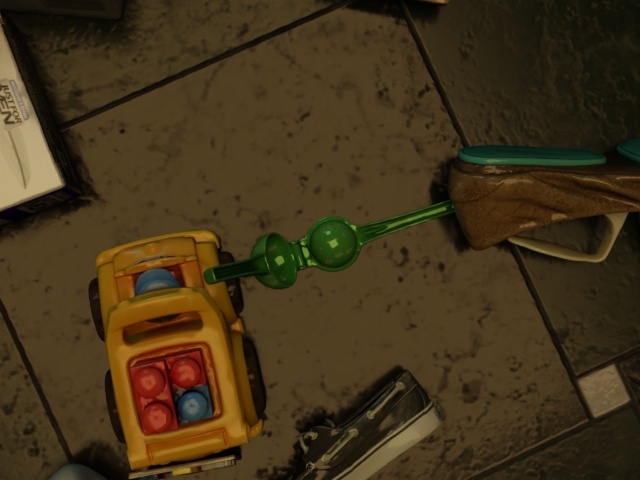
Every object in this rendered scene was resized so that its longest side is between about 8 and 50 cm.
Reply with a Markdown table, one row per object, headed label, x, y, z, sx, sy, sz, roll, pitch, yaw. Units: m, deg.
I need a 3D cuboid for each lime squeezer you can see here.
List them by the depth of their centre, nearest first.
| label | x | y | z | sx | sy | sz | roll | pitch | yaw |
| --- | --- | --- | --- | --- | --- | --- | --- | --- | --- |
| lime squeezer | 0.000 | 0.000 | 1.059 | 0.310 | 0.110 | 0.059 | -15 | 70 | -34 |

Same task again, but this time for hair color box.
| label | x | y | z | sx | sy | sz | roll | pitch | yaw |
| --- | --- | --- | --- | --- | --- | --- | --- | --- | --- |
| hair color box | -0.422 | -0.070 | 1.028 | 0.339 | 0.110 | 0.185 | -21 | 88 | -2 |

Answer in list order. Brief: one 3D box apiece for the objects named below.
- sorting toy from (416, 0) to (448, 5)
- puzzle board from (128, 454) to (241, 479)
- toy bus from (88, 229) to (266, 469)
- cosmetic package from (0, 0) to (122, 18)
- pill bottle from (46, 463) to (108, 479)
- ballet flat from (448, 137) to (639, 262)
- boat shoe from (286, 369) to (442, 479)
| label | x | y | z | sx | sy | sz | roll | pitch | yaw |
| --- | --- | --- | --- | --- | --- | --- | --- | --- | --- |
| sorting toy | 0.064 | -0.311 | 1.095 | 0.274 | 0.046 | 0.132 | 10 | 88 | -3 |
| puzzle board | -0.125 | 0.216 | 1.024 | 0.096 | 0.128 | 0.011 | -9 | 79 | -3 |
| toy bus | -0.138 | 0.099 | 0.988 | 0.149 | 0.211 | 0.220 | -12 | 87 | -2 |
| cosmetic package | -0.264 | -0.321 | 1.024 | 0.151 | 0.151 | 0.184 | 4 | 87 | -3 |
| pill bottle | -0.279 | 0.345 | 1.002 | 0.264 | 0.146 | 0.146 | -43 | 91 | -3 |
| ballet flat | 0.296 | -0.041 | 1.075 | 0.342 | 0.116 | 0.124 | -6 | 108 | -6 |
| boat shoe | 0.014 | 0.209 | 1.063 | 0.219 | 0.078 | 0.070 | -34 | 91 | -12 |
